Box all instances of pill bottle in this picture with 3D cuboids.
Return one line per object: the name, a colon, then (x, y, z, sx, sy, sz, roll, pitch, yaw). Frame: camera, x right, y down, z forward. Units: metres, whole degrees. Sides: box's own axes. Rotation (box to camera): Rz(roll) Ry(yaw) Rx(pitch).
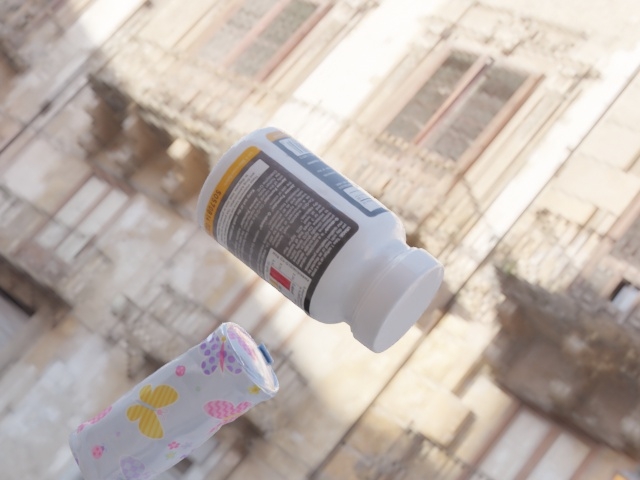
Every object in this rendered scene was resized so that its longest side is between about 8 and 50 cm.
pill bottle: (0.000, 0.000, 1.541, 0.278, 0.162, 0.162, 39, -17, 19)

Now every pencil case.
pencil case: (-0.183, 0.220, 1.632, 0.113, 0.273, 0.124, 58, 12, 26)
